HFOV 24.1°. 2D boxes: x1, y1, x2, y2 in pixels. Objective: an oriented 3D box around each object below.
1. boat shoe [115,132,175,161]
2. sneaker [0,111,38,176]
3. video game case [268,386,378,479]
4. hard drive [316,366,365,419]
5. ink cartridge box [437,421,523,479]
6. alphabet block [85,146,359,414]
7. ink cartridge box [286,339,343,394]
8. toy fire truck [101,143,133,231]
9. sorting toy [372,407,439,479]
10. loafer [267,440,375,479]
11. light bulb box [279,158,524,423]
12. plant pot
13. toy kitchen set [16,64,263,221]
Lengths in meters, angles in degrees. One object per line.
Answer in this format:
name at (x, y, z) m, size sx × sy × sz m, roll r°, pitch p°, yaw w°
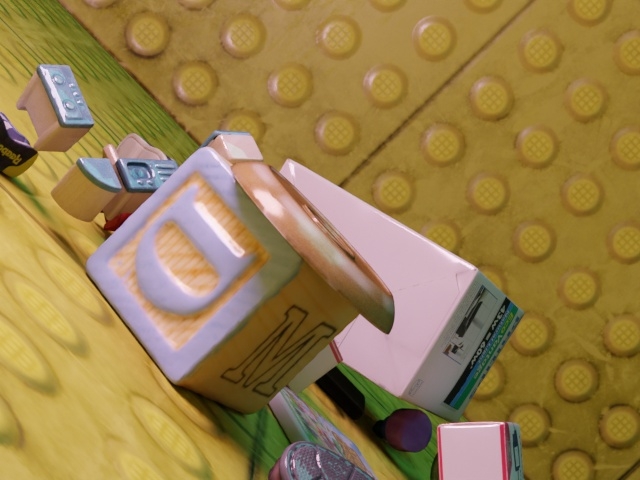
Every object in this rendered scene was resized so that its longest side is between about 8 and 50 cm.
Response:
boat shoe at (-0.239, -0.082, 2.181) m, size 0.079 × 0.095 × 0.254 m, roll 31°, pitch 2°, yaw -29°
sneaker at (-0.361, -0.119, 1.610) m, size 0.059 × 0.053 × 0.144 m, roll 49°, pitch -3°, yaw 28°
video game case at (0.019, 0.268, 1.833) m, size 0.193 × 0.023 × 0.212 m, roll 43°, pitch 5°, yaw -34°
hard drive at (0.030, 0.228, 2.315) m, size 0.094 × 0.022 × 0.135 m, roll 46°, pitch 5°, yaw -1°
ink cartridge box at (0.234, 0.347, 2.152) m, size 0.237 × 0.100 × 0.172 m, roll 29°, pitch 58°, yaw -76°
alphabet block at (-0.099, 0.048, 1.623) m, size 0.192 × 0.193 × 0.197 m, roll 50°, pitch 6°, yaw 27°
ink cartridge box at (-0.079, 0.081, 1.985) m, size 0.218 × 0.092 × 0.158 m, roll 50°, pitch -8°, yaw 27°
toy fire truck at (-0.185, -0.009, 1.810) m, size 0.217 × 0.158 × 0.246 m, roll 45°, pitch 20°, yaw 28°
sorting toy at (0.212, 0.381, 2.353) m, size 0.365 × 0.127 × 0.126 m, roll 41°, pitch -23°, yaw -23°
loafer at (0.055, 0.320, 1.447) m, size 0.302 × 0.095 × 0.109 m, roll 41°, pitch 35°, yaw -9°
light bulb box at (0.088, 0.088, 2.338) m, size 0.358 × 0.225 × 0.361 m, roll 32°, pitch -2°, yaw 23°
plant pot at (0.000, 0.000, 1.532) m, size 0.236 × 0.032 × 0.236 m, roll 47°, pitch 4°, yaw -5°
toy kitchen set at (-0.200, -0.122, 1.655) m, size 0.207 × 0.122 × 0.166 m, roll -1°, pitch 58°, yaw -46°
